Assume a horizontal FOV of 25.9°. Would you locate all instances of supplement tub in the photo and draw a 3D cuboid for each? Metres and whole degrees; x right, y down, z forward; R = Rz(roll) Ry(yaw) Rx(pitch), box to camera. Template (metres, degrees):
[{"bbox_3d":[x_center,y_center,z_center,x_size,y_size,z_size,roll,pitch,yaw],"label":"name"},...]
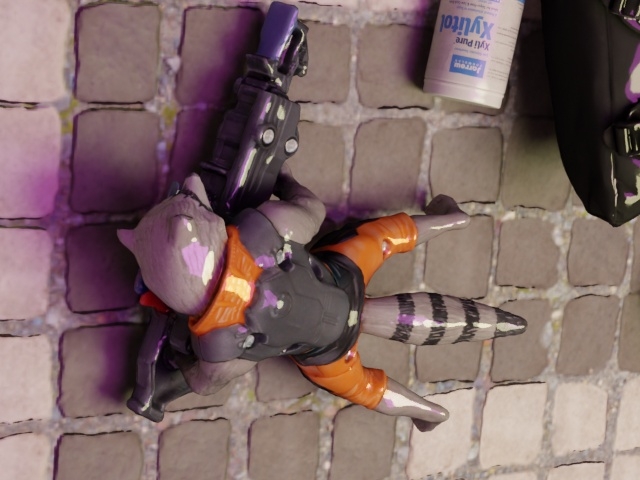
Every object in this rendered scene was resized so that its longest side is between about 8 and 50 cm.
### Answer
[{"bbox_3d":[0.130,-0.170,1.172,0.071,0.071,0.107,9,95,-32],"label":"supplement tub"}]

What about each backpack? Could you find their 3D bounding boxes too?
[{"bbox_3d":[0.373,-0.188,1.228,0.356,0.273,0.290,-11,105,-6],"label":"backpack"}]

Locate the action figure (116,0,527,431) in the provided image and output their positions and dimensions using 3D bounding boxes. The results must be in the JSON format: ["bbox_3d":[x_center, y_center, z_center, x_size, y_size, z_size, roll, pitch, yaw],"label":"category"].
[{"bbox_3d":[0.000,0.000,1.075,0.330,0.178,0.341,9,98,-41],"label":"action figure"}]
